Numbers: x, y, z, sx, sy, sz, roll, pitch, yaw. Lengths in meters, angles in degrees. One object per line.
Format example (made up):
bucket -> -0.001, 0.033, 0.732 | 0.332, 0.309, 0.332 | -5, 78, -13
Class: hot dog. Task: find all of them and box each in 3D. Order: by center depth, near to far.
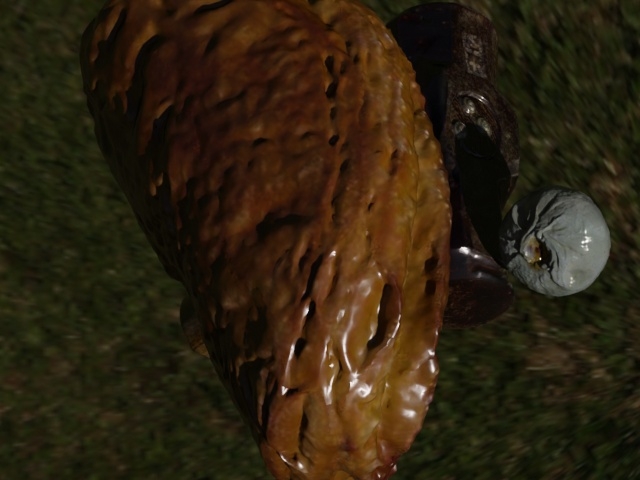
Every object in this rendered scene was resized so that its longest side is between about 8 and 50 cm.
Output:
hot dog -> -0.022, -0.019, 1.223 | 0.174, 0.267, 0.387 | -17, 55, -18

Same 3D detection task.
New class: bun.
bun -> 0.156, 0.002, 1.270 | 0.083, 0.045, 0.083 | 14, 114, 33

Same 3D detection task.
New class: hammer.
hammer -> 0.000, 0.000, 1.499 | 0.409, 0.095, 0.242 | -33, 48, 45
